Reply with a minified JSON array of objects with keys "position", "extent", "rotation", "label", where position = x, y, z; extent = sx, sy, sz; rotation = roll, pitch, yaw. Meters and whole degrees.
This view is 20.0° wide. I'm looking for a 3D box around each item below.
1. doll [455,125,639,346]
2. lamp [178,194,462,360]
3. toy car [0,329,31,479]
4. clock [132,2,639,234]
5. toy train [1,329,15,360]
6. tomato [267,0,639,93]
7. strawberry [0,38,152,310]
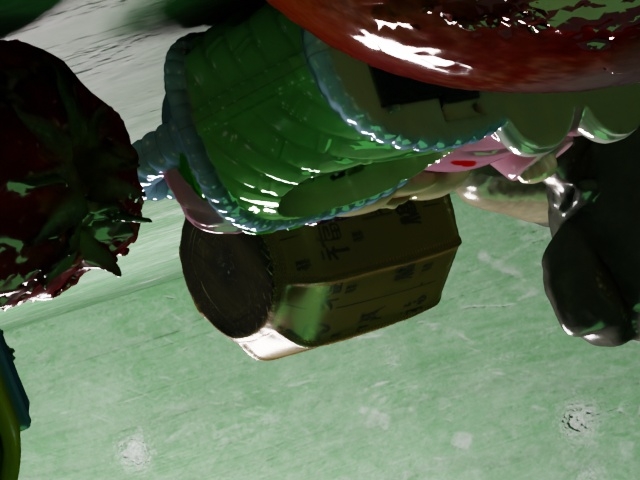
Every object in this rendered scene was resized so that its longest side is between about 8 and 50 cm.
[{"position":[0.261,-0.026,1.517],"extent":[0.382,0.252,0.378],"rotation":[-7,172,-36],"label":"doll"},{"position":[0.000,0.000,1.317],"extent":[0.185,0.161,0.161],"rotation":[-16,178,-38],"label":"lamp"},{"position":[-0.258,0.082,0.820],"extent":[0.247,0.200,0.142],"rotation":[-16,-161,-7],"label":"toy car"},{"position":[0.014,-0.057,0.770],"extent":[0.194,0.100,0.195],"rotation":[-11,172,-36],"label":"clock"},{"position":[-0.274,0.193,1.201],"extent":[0.150,0.369,0.237],"rotation":[-18,174,8],"label":"toy train"},{"position":[0.060,-0.083,0.416],"extent":[0.173,0.099,0.189],"rotation":[-20,179,15],"label":"tomato"},{"position":[-0.119,-0.021,0.641],"extent":[0.106,0.106,0.106],"rotation":[-17,178,-1],"label":"strawberry"}]
